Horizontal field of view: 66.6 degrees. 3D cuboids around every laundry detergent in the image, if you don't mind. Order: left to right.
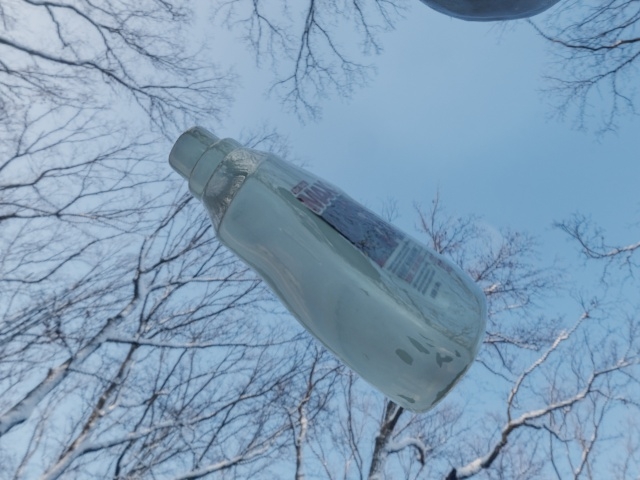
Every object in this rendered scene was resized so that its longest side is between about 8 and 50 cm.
[{"bbox_3d":[0.000,0.000,0.582,0.398,0.264,0.124,36,-66,8],"label":"laundry detergent"}]

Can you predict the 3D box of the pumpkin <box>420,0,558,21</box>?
[{"bbox_3d":[0.188,-0.377,0.458,0.241,0.323,0.323,34,-65,12],"label":"pumpkin"}]
